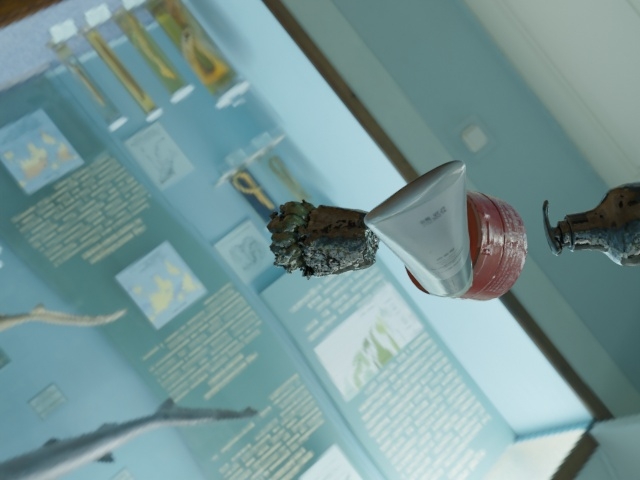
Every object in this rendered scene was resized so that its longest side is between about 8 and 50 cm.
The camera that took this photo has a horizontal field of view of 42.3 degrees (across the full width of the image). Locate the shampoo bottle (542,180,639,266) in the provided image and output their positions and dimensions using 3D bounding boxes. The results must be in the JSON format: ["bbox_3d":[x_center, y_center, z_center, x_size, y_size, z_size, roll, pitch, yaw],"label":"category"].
[{"bbox_3d":[0.408,-0.024,0.971,0.283,0.101,0.101,-8,-176,5],"label":"shampoo bottle"}]

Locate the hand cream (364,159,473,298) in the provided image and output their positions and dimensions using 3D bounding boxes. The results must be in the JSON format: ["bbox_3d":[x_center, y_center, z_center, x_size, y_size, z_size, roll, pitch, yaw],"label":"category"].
[{"bbox_3d":[0.093,0.001,0.676,0.079,0.048,0.255,-35,158,2],"label":"hand cream"}]

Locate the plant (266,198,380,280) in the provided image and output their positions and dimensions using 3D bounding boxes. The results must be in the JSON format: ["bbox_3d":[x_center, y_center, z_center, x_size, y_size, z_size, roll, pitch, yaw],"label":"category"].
[{"bbox_3d":[0.000,0.000,1.026,0.094,0.143,0.092,73,25,-49],"label":"plant"}]

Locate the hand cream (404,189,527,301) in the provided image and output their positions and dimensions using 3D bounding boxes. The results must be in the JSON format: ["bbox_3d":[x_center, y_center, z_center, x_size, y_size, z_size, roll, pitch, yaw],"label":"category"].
[{"bbox_3d":[0.286,0.009,1.646,0.149,0.230,0.230,7,150,-35],"label":"hand cream"}]
